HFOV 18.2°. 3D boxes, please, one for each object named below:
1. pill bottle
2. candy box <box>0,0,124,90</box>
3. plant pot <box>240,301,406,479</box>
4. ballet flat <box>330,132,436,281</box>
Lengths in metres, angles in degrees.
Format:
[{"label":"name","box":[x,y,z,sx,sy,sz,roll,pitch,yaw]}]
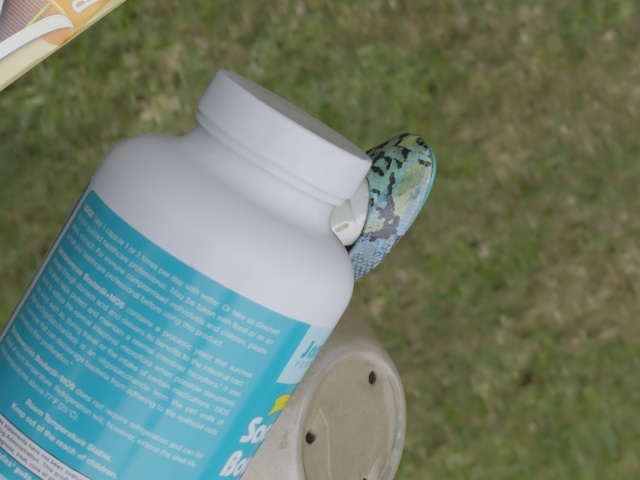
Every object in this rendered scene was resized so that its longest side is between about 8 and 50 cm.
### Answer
[{"label":"pill bottle","box":[-0.080,0.048,1.021,0.146,0.146,0.264,24,101,-41]},{"label":"candy box","box":[-0.250,-0.218,1.462,0.316,0.087,0.183,-36,114,1]},{"label":"plant pot","box":[-0.050,0.130,1.471,0.191,0.284,0.284,7,159,38]},{"label":"ballet flat","box":[0.000,0.000,1.255,0.070,0.070,0.188,10,135,-33]}]
